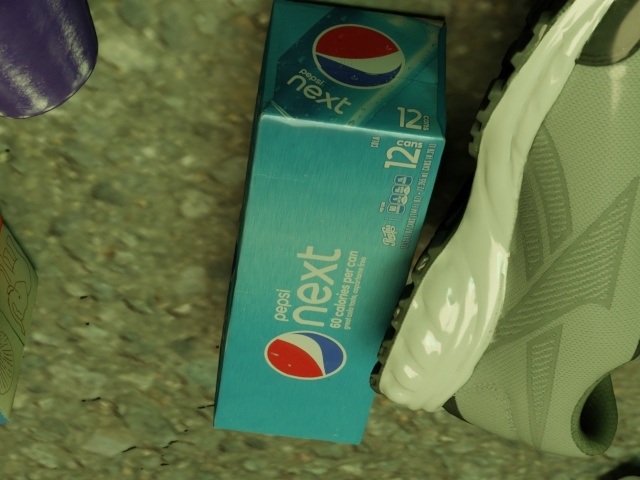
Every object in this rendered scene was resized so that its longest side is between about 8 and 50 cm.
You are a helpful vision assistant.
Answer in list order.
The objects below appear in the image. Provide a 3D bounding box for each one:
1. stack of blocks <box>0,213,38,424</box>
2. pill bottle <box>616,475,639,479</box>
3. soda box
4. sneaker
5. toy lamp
[{"bbox_3d":[-0.297,0.015,0.707,0.297,0.087,0.171,-8,138,13],"label":"stack of blocks"},{"bbox_3d":[0.203,0.171,0.871,0.120,0.067,0.067,29,133,-26],"label":"pill bottle"},{"bbox_3d":[0.000,0.000,0.685,0.071,0.067,0.210,7,139,-4],"label":"soda box"},{"bbox_3d":[0.106,-0.022,0.597,0.108,0.100,0.271,26,135,10],"label":"sneaker"},{"bbox_3d":[-0.154,-0.147,0.517,0.080,0.080,0.274,-12,138,18],"label":"toy lamp"}]
